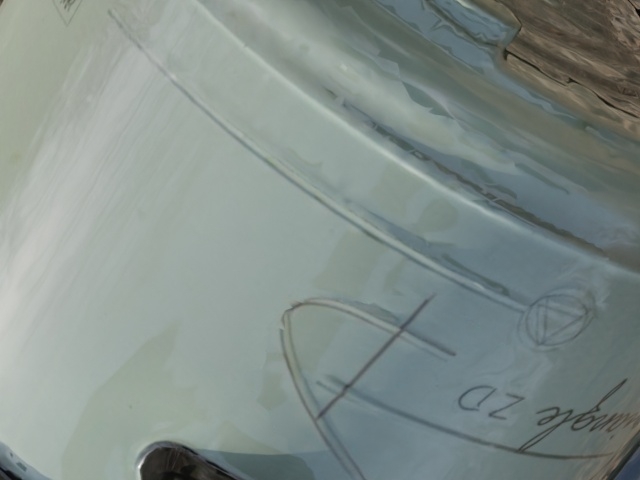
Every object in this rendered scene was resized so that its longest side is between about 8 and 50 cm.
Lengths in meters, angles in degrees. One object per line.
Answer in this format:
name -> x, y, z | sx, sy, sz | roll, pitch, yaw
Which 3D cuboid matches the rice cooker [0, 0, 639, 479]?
rice cooker -> 0.000, 0.000, 0.557 | 0.241, 0.280, 0.227 | 28, 113, -13
